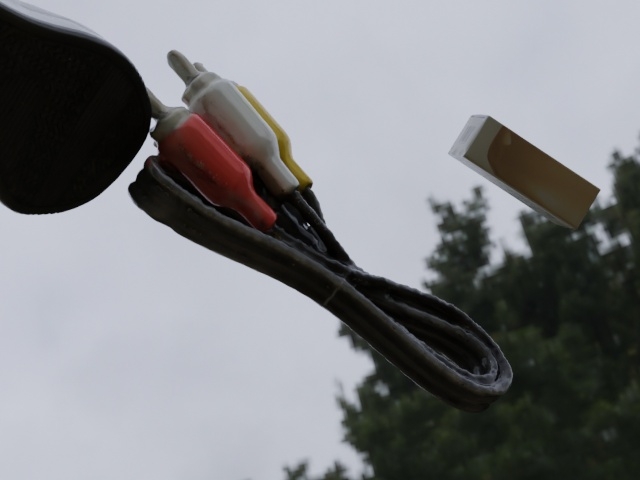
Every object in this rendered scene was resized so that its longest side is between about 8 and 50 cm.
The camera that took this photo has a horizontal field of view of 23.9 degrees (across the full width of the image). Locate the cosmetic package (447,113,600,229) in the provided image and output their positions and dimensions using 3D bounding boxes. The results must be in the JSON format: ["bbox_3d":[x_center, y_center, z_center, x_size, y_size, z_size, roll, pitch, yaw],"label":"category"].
[{"bbox_3d":[0.168,-0.057,1.248,0.115,0.060,0.041,32,-90,-11],"label":"cosmetic package"}]

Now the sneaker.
[{"bbox_3d":[-0.217,-0.116,0.780,0.124,0.178,0.295,-49,-23,4],"label":"sneaker"}]

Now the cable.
[{"bbox_3d":[0.000,0.000,0.892,0.287,0.139,0.072,38,-66,4],"label":"cable"}]
